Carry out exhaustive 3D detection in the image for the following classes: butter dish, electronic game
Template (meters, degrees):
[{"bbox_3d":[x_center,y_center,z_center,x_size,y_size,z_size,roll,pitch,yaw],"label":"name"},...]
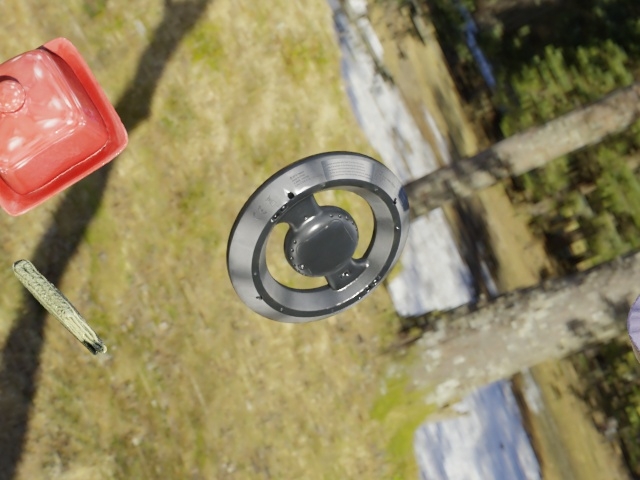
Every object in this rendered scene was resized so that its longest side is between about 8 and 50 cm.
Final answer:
[{"bbox_3d":[-0.311,-0.134,1.154,0.160,0.160,0.118,57,-3,12],"label":"butter dish"},{"bbox_3d":[0.000,0.000,1.265,0.229,0.229,0.048,48,3,-42],"label":"electronic game"}]

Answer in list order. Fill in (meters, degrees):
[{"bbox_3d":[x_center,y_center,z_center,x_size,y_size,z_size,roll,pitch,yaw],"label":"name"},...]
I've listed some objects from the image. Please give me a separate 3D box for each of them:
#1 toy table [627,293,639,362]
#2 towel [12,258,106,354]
[{"bbox_3d":[0.400,0.102,0.876,0.161,0.274,0.252,64,37,-35],"label":"toy table"},{"bbox_3d":[-0.347,0.089,1.459,0.148,0.027,0.110,35,-18,35],"label":"towel"}]
